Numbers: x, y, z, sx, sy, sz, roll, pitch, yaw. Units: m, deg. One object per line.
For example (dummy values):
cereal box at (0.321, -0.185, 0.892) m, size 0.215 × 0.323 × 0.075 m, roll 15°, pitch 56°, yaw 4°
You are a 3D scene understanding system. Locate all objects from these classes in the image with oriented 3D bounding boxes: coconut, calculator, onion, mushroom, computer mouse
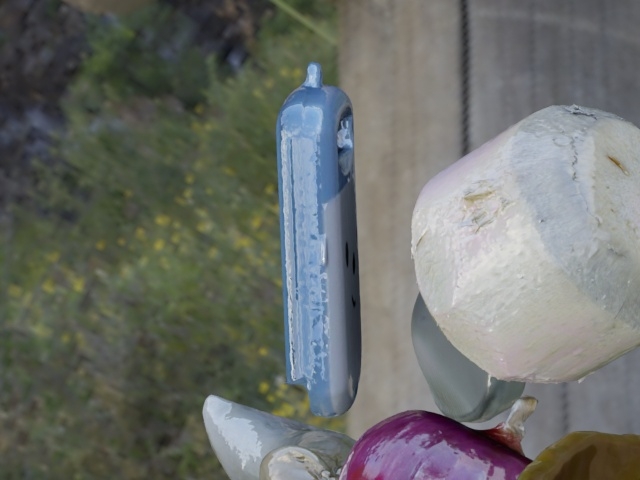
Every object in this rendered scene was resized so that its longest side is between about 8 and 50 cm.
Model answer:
coconut at (0.178, 0.014, 1.480) m, size 0.234 × 0.224 × 0.224 m, roll -29°, pitch 49°, yaw 33°
calculator at (0.000, 0.000, 1.087) m, size 0.039 × 0.121 × 0.210 m, roll -1°, pitch 99°, yaw 5°
onion at (0.098, 0.185, 1.245) m, size 0.153 × 0.177 × 0.177 m, roll -62°, pitch 38°, yaw 21°
mushroom at (-0.022, 0.265, 2.089) m, size 0.126 × 0.177 × 0.397 m, roll -63°, pitch 16°, yaw -6°
computer mouse at (0.146, 0.083, 1.841) m, size 0.331 × 0.095 × 0.197 m, roll 139°, pitch 136°, yaw -84°

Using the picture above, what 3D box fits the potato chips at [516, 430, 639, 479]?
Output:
potato chips at (0.122, 0.138, 0.569) m, size 0.201 × 0.150 × 0.049 m, roll 62°, pitch 139°, yaw 48°
